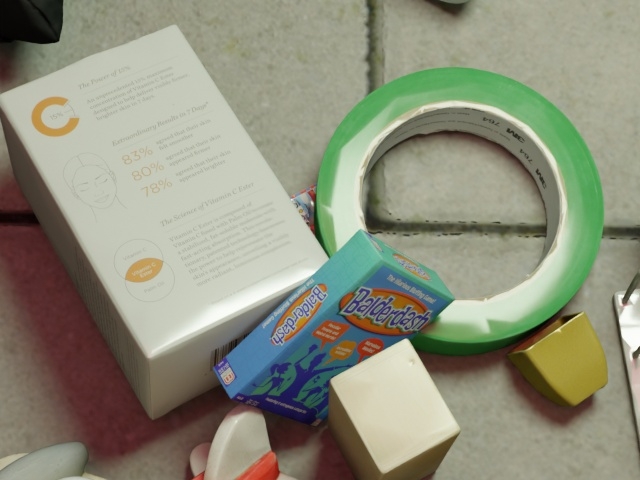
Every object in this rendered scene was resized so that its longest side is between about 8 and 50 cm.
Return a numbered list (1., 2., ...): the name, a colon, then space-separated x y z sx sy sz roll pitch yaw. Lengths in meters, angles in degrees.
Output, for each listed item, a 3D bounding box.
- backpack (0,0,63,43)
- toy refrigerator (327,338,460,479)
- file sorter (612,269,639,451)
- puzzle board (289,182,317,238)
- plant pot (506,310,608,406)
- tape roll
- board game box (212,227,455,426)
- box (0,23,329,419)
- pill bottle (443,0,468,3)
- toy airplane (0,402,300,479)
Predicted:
1. backpack: -0.383 -0.437 1.500 0.290 0.273 0.355 14 62 11
2. toy refrigerator: 0.071 0.187 1.342 0.094 0.269 0.102 -28 74 -9
3. file sorter: 0.436 0.158 1.395 0.193 0.173 0.277 -7 72 2
4. puzzle board: 0.000 0.000 1.534 0.096 0.011 0.128 -28 75 -9
5. plant pot: 0.268 0.135 1.461 0.081 0.081 0.083 -33 88 -10
6. tape roll: 0.154 -0.034 1.504 0.321 0.077 0.321 1 73 -2
7. board game box: 0.017 0.094 1.358 0.210 0.160 0.047 -44 55 13
8. box: -0.168 -0.024 1.422 0.215 0.168 0.345 -25 67 -18
9. pill bottle: 0.198 -0.431 1.590 0.162 0.162 0.278 31 75 9
10. toy airplane: -0.172 0.302 1.283 0.386 0.272 0.384 -22 42 10
